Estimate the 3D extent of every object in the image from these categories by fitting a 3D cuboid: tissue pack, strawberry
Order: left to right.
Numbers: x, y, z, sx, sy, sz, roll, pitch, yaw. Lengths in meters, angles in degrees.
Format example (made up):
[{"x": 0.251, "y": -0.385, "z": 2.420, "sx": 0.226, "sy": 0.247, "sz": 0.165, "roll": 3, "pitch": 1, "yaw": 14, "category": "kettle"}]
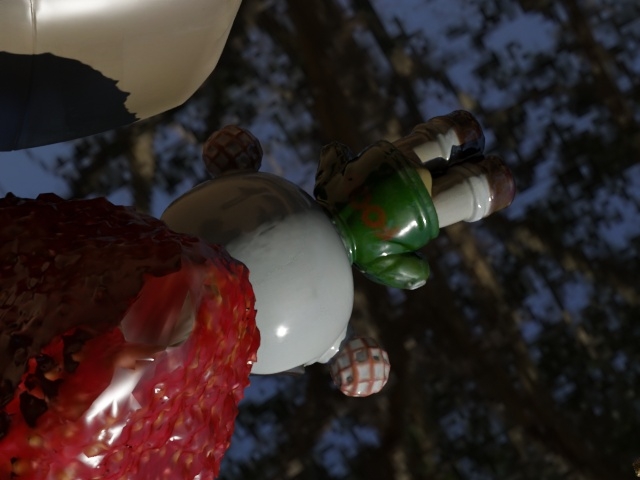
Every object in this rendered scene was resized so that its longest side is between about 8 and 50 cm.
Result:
[{"x": -0.213, "y": -0.254, "z": 1.072, "sx": 0.276, "sy": 0.387, "sz": 0.267, "roll": -10, "pitch": 165, "yaw": -14, "category": "tissue pack"}, {"x": -0.147, "y": 0.097, "z": 1.021, "sx": 0.257, "sy": 0.261, "sz": 0.261, "roll": 17, "pitch": -129, "yaw": 40, "category": "strawberry"}]

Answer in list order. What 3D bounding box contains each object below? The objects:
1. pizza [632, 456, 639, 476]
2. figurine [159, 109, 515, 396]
[{"x": 0.389, "y": 0.081, "z": 1.398, "sx": 0.287, "sy": 0.074, "sz": 0.251, "roll": -3, "pitch": -130, "yaw": 23, "category": "pizza"}, {"x": 0.000, "y": 0.000, "z": 1.603, "sx": 0.370, "sy": 0.281, "sz": 0.167, "roll": -26, "pitch": 166, "yaw": -21, "category": "figurine"}]
